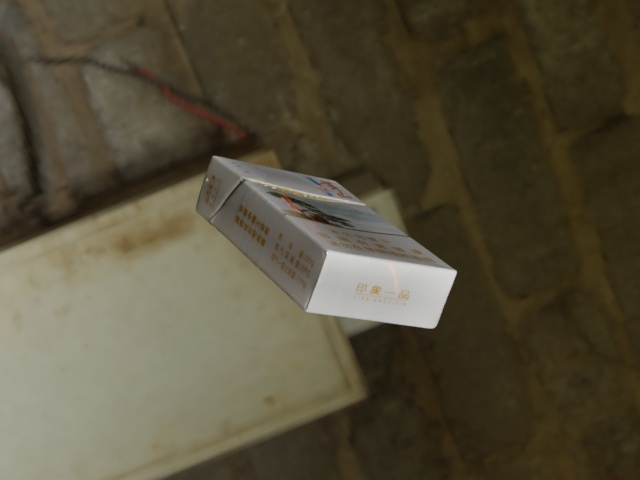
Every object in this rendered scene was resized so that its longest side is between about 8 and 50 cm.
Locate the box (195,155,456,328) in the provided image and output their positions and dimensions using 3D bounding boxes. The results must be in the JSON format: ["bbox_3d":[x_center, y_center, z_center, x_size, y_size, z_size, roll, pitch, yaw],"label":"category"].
[{"bbox_3d":[0.000,0.000,1.459,0.149,0.067,0.233,13,16,-36],"label":"box"}]
